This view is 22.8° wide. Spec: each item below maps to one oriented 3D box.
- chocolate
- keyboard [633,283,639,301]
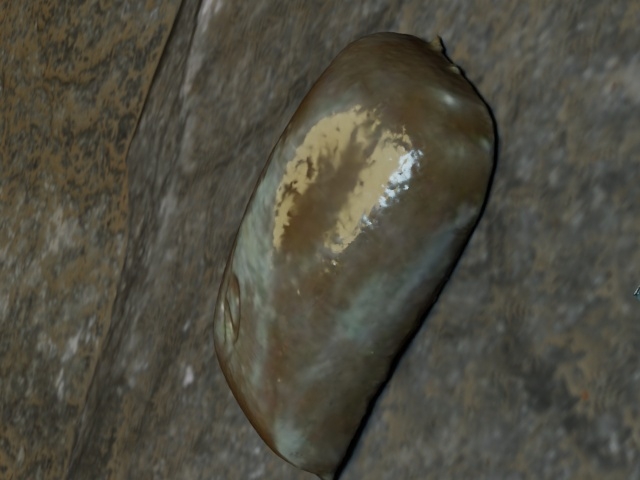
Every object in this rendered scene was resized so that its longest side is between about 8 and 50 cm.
[{"bbox_3d":[-0.001,0.001,0.935,0.261,0.083,0.161,-65,34,21],"label":"chocolate"},{"bbox_3d":[0.192,0.045,0.658,0.055,0.014,0.176,-66,32,19],"label":"keyboard"}]
